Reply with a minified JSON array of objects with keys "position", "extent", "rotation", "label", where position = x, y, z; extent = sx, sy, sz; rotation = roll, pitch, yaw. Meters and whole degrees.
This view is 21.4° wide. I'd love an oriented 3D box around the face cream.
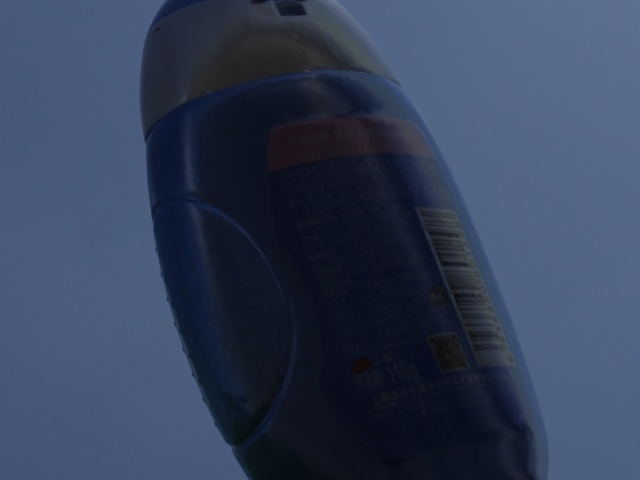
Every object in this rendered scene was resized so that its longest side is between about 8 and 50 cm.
[{"position":[0.000,0.000,0.705],"extent":[0.149,0.083,0.264],"rotation":[-6,-113,-36],"label":"face cream"}]
